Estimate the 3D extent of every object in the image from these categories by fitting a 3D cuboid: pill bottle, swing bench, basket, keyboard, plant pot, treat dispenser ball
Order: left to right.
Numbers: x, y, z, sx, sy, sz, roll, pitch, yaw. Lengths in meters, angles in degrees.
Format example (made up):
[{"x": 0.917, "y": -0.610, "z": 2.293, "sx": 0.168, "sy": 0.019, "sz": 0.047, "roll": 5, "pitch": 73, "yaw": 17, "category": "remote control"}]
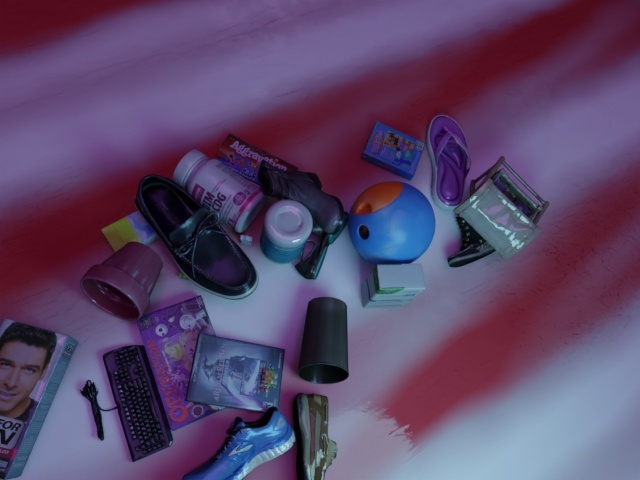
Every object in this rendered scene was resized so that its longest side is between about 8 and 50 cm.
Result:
[{"x": -0.565, "y": 0.470, "z": 1.425, "sx": 0.201, "sy": 0.033, "sz": 0.318, "roll": -19, "pitch": 74, "yaw": -17, "category": "keyboard"}, {"x": -0.574, "y": 0.110, "z": 1.483, "sx": 0.201, "sy": 0.201, "sz": 0.180, "roll": 27, "pitch": 50, "yaw": -1, "category": "plant pot"}, {"x": -0.334, "y": -0.167, "z": 1.643, "sx": 0.283, "sy": 0.160, "sz": 0.160, "roll": 35, "pitch": 67, "yaw": 3, "category": "pill bottle"}, {"x": -0.115, "y": -0.013, "z": 1.572, "sx": 0.146, "sy": 0.264, "sz": 0.147, "roll": 4, "pitch": 68, "yaw": -10, "category": "pill bottle"}, {"x": 0.015, "y": 0.302, "z": 1.532, "sx": 0.154, "sy": 0.204, "sz": 0.227, "roll": 7, "pitch": 59, "yaw": -5, "category": "basket"}, {"x": 0.234, "y": -0.053, "z": 1.645, "sx": 0.287, "sy": 0.288, "sz": 0.289, "roll": 4, "pitch": 69, "yaw": -10, "category": "treat dispenser ball"}, {"x": 0.647, "y": -0.117, "z": 1.766, "sx": 0.253, "sy": 0.165, "sz": 0.255, "roll": 43, "pitch": 45, "yaw": -2, "category": "swing bench"}]

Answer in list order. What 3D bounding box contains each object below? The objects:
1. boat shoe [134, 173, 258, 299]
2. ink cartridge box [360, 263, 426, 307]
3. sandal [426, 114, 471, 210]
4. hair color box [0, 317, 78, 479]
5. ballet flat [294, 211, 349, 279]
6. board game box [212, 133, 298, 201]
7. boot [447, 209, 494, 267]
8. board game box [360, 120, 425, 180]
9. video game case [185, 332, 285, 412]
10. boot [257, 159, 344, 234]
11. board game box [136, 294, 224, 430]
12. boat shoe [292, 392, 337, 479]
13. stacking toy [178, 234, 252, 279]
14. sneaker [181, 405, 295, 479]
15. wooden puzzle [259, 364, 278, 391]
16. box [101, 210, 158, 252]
[{"x": -0.389, "y": -0.013, "z": 1.529, "sx": 0.186, "sy": 0.156, "sz": 0.500, "roll": -42, "pitch": 83, "yaw": -21, "category": "boat shoe"}, {"x": 0.229, "y": 0.150, "z": 1.612, "sx": 0.152, "sy": 0.208, "sz": 0.087, "roll": 0, "pitch": 66, "yaw": -12, "category": "ink cartridge box"}, {"x": 0.506, "y": -0.314, "z": 1.900, "sx": 0.169, "sy": 0.102, "sz": 0.417, "roll": 5, "pitch": 69, "yaw": -10, "category": "sandal"}, {"x": -0.835, "y": 0.421, "z": 1.344, "sx": 0.185, "sy": 0.114, "sz": 0.375, "roll": 16, "pitch": 67, "yaw": -5, "category": "hair color box"}, {"x": 0.000, "y": 0.000, "z": 1.687, "sx": 0.096, "sy": 0.095, "sz": 0.281, "roll": 25, "pitch": 66, "yaw": 12, "category": "ballet flat"}, {"x": -0.234, "y": -0.262, "z": 1.772, "sx": 0.281, "sy": 0.027, "sz": 0.145, "roll": 26, "pitch": 65, "yaw": -1, "category": "board game box"}, {"x": 0.523, "y": -0.011, "z": 1.800, "sx": 0.236, "sy": 0.085, "sz": 0.179, "roll": -18, "pitch": 72, "yaw": -24, "category": "boot"}, {"x": 0.278, "y": -0.342, "z": 1.894, "sx": 0.210, "sy": 0.047, "sz": 0.160, "roll": 25, "pitch": 67, "yaw": -2, "category": "board game box"}, {"x": -0.246, "y": 0.397, "z": 1.479, "sx": 0.274, "sy": 0.026, "sz": 0.196, "roll": 16, "pitch": 60, "yaw": -20, "category": "video game case"}, {"x": -0.078, "y": -0.138, "z": 1.619, "sx": 0.222, "sy": 0.118, "sz": 0.338, "roll": 10, "pitch": 26, "yaw": -34, "category": "boot"}, {"x": -0.399, "y": 0.360, "z": 1.493, "sx": 0.208, "sy": 0.056, "sz": 0.347, "roll": -21, "pitch": 75, "yaw": -14, "category": "board game box"}, {"x": -0.007, "y": 0.606, "z": 1.439, "sx": 0.119, "sy": 0.122, "sz": 0.325, "roll": 0, "pitch": 70, "yaw": -15, "category": "boat shoe"}, {"x": -0.335, "y": 0.055, "z": 1.617, "sx": 0.220, "sy": 0.052, "sz": 0.167, "roll": 9, "pitch": 68, "yaw": -7, "category": "stacking toy"}, {"x": -0.239, "y": 0.575, "z": 1.386, "sx": 0.329, "sy": 0.129, "sz": 0.147, "roll": -26, "pitch": 95, "yaw": -27, "category": "sneaker"}, {"x": -0.154, "y": 0.415, "z": 1.496, "sx": 0.049, "sy": 0.006, "sz": 0.084, "roll": 16, "pitch": 60, "yaw": -18, "category": "wooden puzzle"}, {"x": -0.595, "y": -0.030, "z": 1.601, "sx": 0.178, "sy": 0.042, "sz": 0.109, "roll": -33, "pitch": 80, "yaw": -22, "category": "box"}]
